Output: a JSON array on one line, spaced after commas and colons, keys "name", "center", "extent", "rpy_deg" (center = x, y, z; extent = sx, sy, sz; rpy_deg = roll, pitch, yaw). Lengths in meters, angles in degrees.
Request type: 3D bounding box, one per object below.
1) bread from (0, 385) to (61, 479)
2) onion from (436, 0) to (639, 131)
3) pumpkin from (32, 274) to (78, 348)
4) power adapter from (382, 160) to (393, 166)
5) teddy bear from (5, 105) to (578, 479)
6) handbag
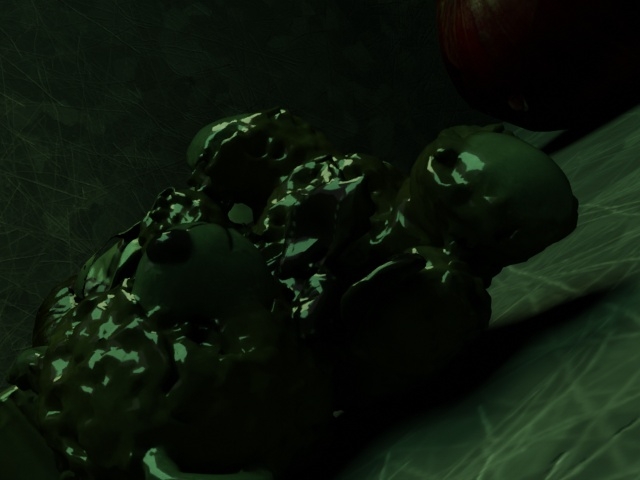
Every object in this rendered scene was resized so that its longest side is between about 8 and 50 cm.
[{"name": "bread", "center": [-0.209, 0.176, 0.594], "extent": [0.210, 0.109, 0.192], "rpy_deg": [-34, -4, -21]}, {"name": "onion", "center": [0.300, -0.295, 1.200], "extent": [0.341, 0.341, 0.341], "rpy_deg": [-33, 2, 1]}, {"name": "pumpkin", "center": [-0.291, 0.142, 1.259], "extent": [0.162, 0.219, 0.219], "rpy_deg": [-35, 1, 32]}, {"name": "power adapter", "center": [0.019, -0.012, 1.399], "extent": [0.187, 0.124, 0.255], "rpy_deg": [-32, 1, -19]}, {"name": "teddy bear", "center": [-0.032, 0.039, 0.478], "extent": [0.256, 0.156, 0.267], "rpy_deg": [-30, 29, -33]}, {"name": "handbag", "center": [-0.142, 0.008, 0.969], "extent": [0.235, 0.127, 0.213], "rpy_deg": [-36, 20, -19]}]
